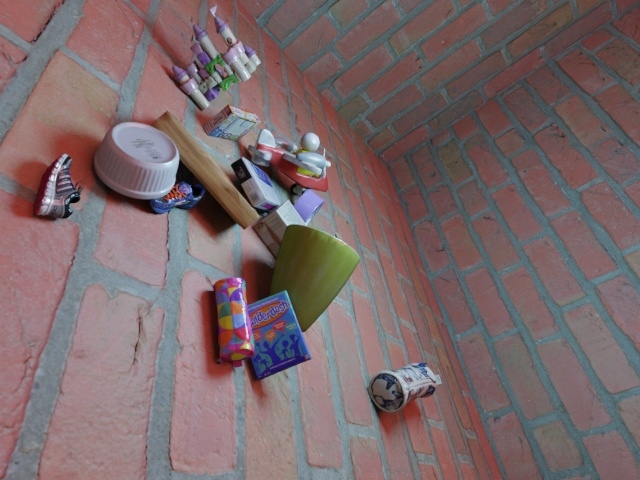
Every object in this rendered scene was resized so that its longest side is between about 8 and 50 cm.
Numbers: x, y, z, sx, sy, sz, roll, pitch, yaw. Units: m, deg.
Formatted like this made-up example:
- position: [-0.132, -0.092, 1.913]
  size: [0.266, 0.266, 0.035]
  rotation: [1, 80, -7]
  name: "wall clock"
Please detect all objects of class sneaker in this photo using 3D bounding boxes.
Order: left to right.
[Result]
- position: [-0.576, -0.117, 0.907]
  size: [0.074, 0.063, 0.170]
  rotation: [32, 40, -45]
  name: "sneaker"
- position: [-0.425, -0.138, 1.192]
  size: [0.083, 0.087, 0.221]
  rotation: [58, 24, 1]
  name: "sneaker"

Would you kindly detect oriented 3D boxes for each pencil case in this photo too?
- position: [-0.242, 0.220, 1.121]
  size: [0.104, 0.104, 0.236]
  rotation: [29, 39, -48]
  name: "pencil case"
- position: [0.359, 0.612, 1.715]
  size: [0.410, 0.183, 0.160]
  rotation: [16, 48, -56]
  name: "pencil case"

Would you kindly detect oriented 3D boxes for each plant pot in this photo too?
- position: [-0.051, 0.140, 1.340]
  size: [0.274, 0.274, 0.294]
  rotation: [38, 69, -38]
  name: "plant pot"

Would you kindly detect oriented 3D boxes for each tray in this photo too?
- position: [-0.367, -0.223, 1.328]
  size: [0.411, 0.076, 0.203]
  rotation: [50, -2, -18]
  name: "tray"

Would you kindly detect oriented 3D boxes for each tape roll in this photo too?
- position: [-0.071, -0.119, 1.712]
  size: [0.080, 0.189, 0.189]
  rotation: [38, 25, 1]
  name: "tape roll"

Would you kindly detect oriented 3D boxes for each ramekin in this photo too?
- position: [-0.479, -0.220, 1.080]
  size: [0.207, 0.109, 0.207]
  rotation: [25, 37, -20]
  name: "ramekin"

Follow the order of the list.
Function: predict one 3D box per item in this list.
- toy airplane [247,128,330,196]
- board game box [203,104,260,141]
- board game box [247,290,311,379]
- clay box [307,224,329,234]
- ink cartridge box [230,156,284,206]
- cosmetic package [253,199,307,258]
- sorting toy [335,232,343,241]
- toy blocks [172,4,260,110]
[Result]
- position: [-0.123, -0.378, 1.805]
  size: [0.386, 0.272, 0.384]
  rotation: [38, 2, 8]
  name: "toy airplane"
- position: [-0.356, -0.470, 1.645]
  size: [0.045, 0.146, 0.193]
  rotation: [62, 23, 7]
  name: "board game box"
- position: [-0.137, 0.273, 1.179]
  size: [0.047, 0.160, 0.210]
  rotation: [76, -9, -70]
  name: "board game box"
- position: [0.000, 0.000, 1.781]
  size: [0.127, 0.053, 0.222]
  rotation: [19, 16, -26]
  name: "clay box"
- position: [-0.232, -0.205, 1.602]
  size: [0.176, 0.069, 0.371]
  rotation: [60, 7, 4]
  name: "ink cartridge box"
- position: [-0.107, 0.010, 1.584]
  size: [0.296, 0.129, 0.153]
  rotation: [54, 23, -9]
  name: "cosmetic package"
- position: [0.095, -0.011, 2.141]
  size: [0.083, 0.012, 0.062]
  rotation: [20, 49, -60]
  name: "sorting toy"
- position: [-0.433, -0.742, 1.635]
  size: [0.260, 0.288, 0.309]
  rotation: [52, 27, -29]
  name: "toy blocks"
